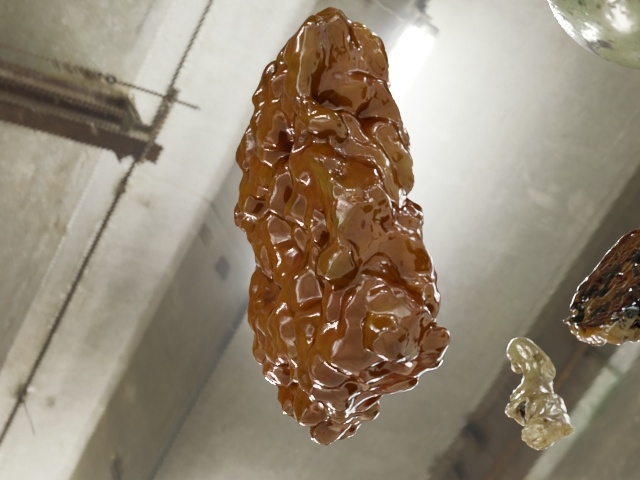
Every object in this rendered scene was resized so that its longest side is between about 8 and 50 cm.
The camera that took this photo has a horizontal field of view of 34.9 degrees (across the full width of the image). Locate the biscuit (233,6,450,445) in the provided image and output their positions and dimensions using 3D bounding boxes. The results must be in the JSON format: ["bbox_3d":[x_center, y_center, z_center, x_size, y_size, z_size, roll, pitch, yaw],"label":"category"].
[{"bbox_3d":[0.000,0.000,0.867,0.110,0.312,0.318,-3,-24,-18],"label":"biscuit"}]

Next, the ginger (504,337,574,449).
[{"bbox_3d":[0.303,0.217,1.465,0.089,0.288,0.075,-21,-70,8],"label":"ginger"}]

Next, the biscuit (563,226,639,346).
[{"bbox_3d":[0.610,0.077,1.912,0.334,0.289,0.081,-45,-76,-10],"label":"biscuit"}]

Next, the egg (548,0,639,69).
[{"bbox_3d":[0.407,-0.350,1.208,0.287,0.379,0.288,0,-93,4],"label":"egg"}]
